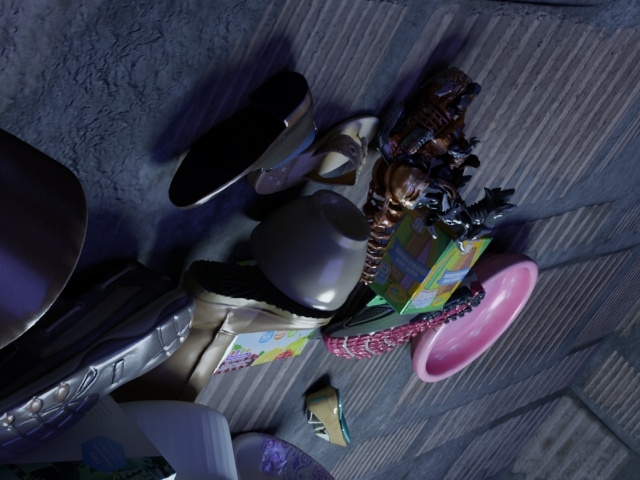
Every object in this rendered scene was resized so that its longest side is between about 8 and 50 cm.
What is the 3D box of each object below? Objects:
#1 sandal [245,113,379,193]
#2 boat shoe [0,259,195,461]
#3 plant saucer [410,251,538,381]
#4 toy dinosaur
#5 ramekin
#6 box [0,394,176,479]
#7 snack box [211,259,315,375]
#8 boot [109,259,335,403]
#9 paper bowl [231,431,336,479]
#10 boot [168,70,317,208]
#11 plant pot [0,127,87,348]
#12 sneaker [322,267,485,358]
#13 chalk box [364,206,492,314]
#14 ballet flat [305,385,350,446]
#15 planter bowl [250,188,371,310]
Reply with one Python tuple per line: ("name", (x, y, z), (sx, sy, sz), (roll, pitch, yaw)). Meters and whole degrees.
("sandal", (0.014, -0.097, 1.483), (0.240, 0.079, 0.088), (-23, 146, -38))
("boat shoe", (-0.313, 0.138, 1.301), (0.355, 0.130, 0.132), (-30, 154, -39))
("plant saucer", (0.300, 0.144, 2.237), (0.332, 0.084, 0.332), (-33, 151, -21))
("toy dinosaur", (0.145, -0.091, 1.615), (0.218, 0.164, 0.322), (26, 117, -35))
("ramekin", (-0.249, 0.320, 1.528), (0.277, 0.135, 0.277), (-6, 155, -3))
("box", (-0.367, 0.270, 1.294), (0.322, 0.232, 0.058), (-19, 139, -42))
("snack box", (-0.076, 0.106, 1.657), (0.207, 0.070, 0.174), (-7, 136, -53))
("boot", (-0.142, 0.147, 1.525), (0.236, 0.089, 0.269), (15, 128, -27))
("paper bowl", (-0.086, 0.492, 1.956), (0.148, 0.284, 0.284), (-53, 153, 17))
("boot", (-0.084, -0.099, 1.339), (0.219, 0.082, 0.106), (-43, 151, -8))
("plant pot", (-0.356, -0.039, 0.931), (0.215, 0.215, 0.230), (-45, 139, -1))
("sneaker", (0.139, 0.120, 1.952), (0.299, 0.112, 0.121), (-23, 156, -11))
("chalk box", (0.155, 0.037, 1.819), (0.132, 0.132, 0.213), (-5, 134, -52))
("ballet flat", (0.011, 0.346, 2.149), (0.073, 0.080, 0.232), (-13, 147, -1))
("planter bowl", (0.000, 0.000, 1.492), (0.162, 0.162, 0.109), (-6, 143, -52))
